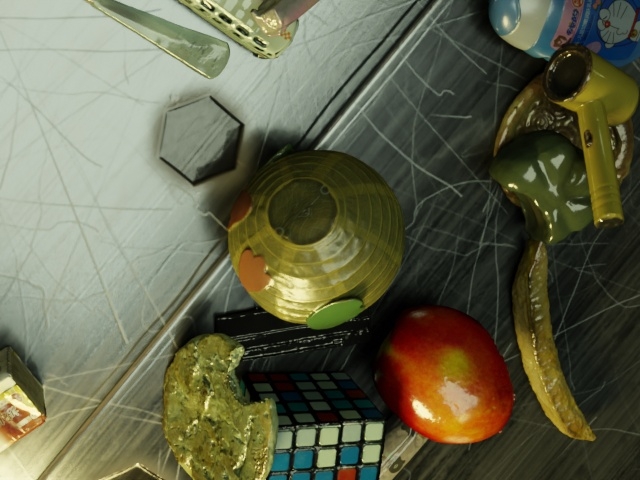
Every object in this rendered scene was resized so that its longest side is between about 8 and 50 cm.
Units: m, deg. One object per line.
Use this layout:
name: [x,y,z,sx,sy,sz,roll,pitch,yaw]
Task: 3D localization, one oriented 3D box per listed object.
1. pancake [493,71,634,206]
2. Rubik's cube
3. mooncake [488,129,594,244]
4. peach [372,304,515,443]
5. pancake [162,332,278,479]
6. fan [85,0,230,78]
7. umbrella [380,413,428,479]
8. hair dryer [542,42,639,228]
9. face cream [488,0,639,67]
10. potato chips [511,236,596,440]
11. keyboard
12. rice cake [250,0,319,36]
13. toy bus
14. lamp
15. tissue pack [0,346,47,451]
pancake: [0.391,-0.156,1.475,0.249,0.031,0.250,-4,107,-13]
Rubik's cube: [-0.022,0.314,1.386,0.182,0.187,0.184,1,108,-20]
mooncake: [0.344,-0.081,1.416,0.175,0.104,0.169,18,110,-15]
peach: [0.198,0.208,1.419,0.226,0.196,0.190,30,104,1]
pancake: [-0.147,0.254,1.308,0.037,0.253,0.254,-5,109,-43]
fan: [-0.247,-0.299,1.220,0.282,0.023,0.057,25,97,-25]
umbrella: [0.058,0.403,1.500,0.067,0.073,0.337,42,90,-3]
hair dryer: [0.410,-0.143,1.344,0.134,0.090,0.279,20,58,-36]
face cream: [0.374,-0.342,1.387,0.263,0.083,0.149,4,110,-20]
potato chips: [0.380,0.180,1.554,0.080,0.057,0.407,-24,112,-11]
keyboard: [-0.038,0.135,1.419,0.250,0.017,0.087,-7,109,-17]
rice cake: [0.004,-0.353,1.223,0.270,0.049,0.055,-46,135,-32]
toy bus: [-0.113,-0.316,1.224,0.193,0.089,0.087,32,93,-25]
lamp: [0.000,0.000,1.295,0.250,0.284,0.250,-3,74,11]
tissue pack: [-0.461,0.236,1.253,0.148,0.106,0.099,-34,113,-6]
